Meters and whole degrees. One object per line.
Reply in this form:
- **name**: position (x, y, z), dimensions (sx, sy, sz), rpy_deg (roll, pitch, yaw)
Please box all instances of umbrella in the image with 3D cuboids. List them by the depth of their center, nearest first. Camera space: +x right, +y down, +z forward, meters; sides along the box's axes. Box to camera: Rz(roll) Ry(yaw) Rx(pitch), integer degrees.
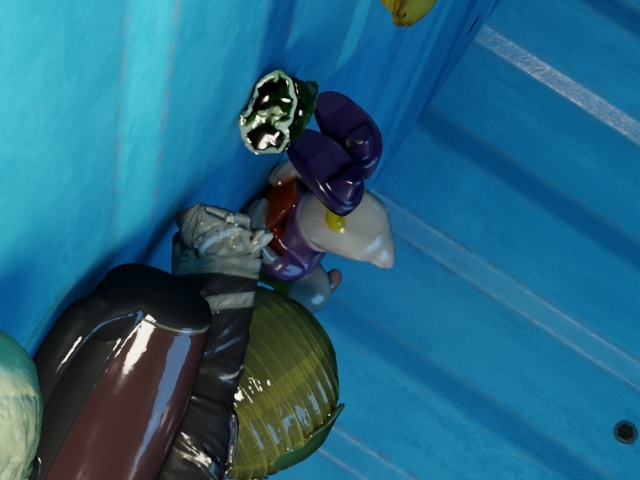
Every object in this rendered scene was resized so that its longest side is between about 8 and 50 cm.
- **umbrella**: position (-0.127, 0.137, 1.771), dimensions (0.106, 0.113, 0.357), rpy_deg (-13, -118, 45)

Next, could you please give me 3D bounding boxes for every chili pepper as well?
- **chili pepper**: position (-0.028, -0.145, 1.897), dimensions (0.088, 0.059, 0.227), rpy_deg (-63, 176, 15)

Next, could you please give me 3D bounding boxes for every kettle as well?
- **kettle**: position (-0.201, 0.133, 1.621), dimensions (0.202, 0.144, 0.232), rpy_deg (-3, 125, -51)

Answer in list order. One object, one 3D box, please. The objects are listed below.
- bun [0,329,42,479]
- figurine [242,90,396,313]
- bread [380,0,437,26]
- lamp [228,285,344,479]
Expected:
- **bun**: position (-0.255, 0.161, 1.224), dimensions (0.221, 0.108, 0.221), rpy_deg (-56, 175, -7)
- **figurine**: position (-0.003, -0.005, 2.301), dimensions (0.154, 0.193, 0.421), rpy_deg (-58, -178, -35)
- **bread**: position (0.111, -0.330, 2.120), dimensions (0.188, 0.065, 0.149), rpy_deg (-45, 157, -56)
- **lamp**: position (-0.112, 0.189, 2.218), dimensions (0.284, 0.250, 0.250), rpy_deg (-36, 168, -21)
